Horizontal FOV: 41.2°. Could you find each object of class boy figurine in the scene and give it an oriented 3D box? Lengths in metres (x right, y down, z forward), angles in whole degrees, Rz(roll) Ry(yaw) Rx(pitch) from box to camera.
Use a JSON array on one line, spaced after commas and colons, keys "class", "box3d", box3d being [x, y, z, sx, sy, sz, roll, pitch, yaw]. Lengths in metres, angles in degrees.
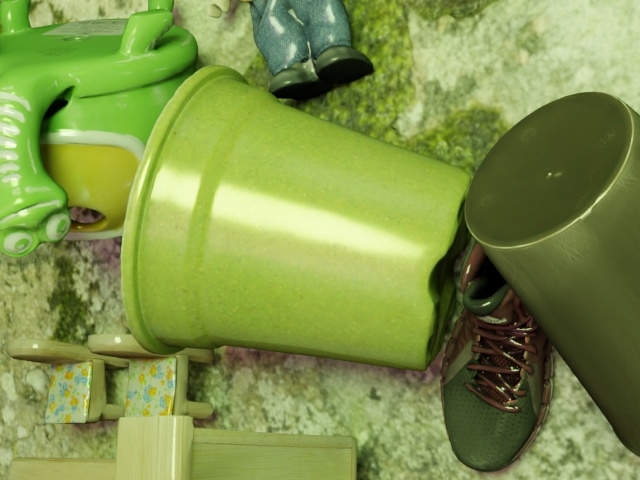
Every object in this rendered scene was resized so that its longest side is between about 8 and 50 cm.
[{"class": "boy figurine", "box3d": [-0.048, -0.286, 0.855, 0.177, 0.092, 0.285, -23, 82, 27]}]

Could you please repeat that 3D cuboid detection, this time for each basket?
[{"class": "basket", "box3d": [0.219, 0.017, 0.599, 0.204, 0.227, 0.154, -57, 28, -10]}]

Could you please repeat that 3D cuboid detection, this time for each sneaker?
[{"class": "sneaker", "box3d": [0.146, 0.081, 0.735, 0.106, 0.162, 0.282, 16, 100, 26]}]

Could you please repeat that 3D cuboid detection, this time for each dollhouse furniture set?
[{"class": "dollhouse furniture set", "box3d": [-0.198, 0.266, 0.807, 0.394, 0.256, 0.362, -9, 72, 32]}]

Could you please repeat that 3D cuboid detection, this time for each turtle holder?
[{"class": "turtle holder", "box3d": [-0.227, -0.116, 0.851, 0.320, 0.243, 0.228, -137, 40, -57]}]

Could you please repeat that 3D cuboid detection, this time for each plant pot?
[{"class": "plant pot", "box3d": [0.000, 0.000, 0.773, 0.253, 0.276, 0.276, 13, 99, 14]}]
